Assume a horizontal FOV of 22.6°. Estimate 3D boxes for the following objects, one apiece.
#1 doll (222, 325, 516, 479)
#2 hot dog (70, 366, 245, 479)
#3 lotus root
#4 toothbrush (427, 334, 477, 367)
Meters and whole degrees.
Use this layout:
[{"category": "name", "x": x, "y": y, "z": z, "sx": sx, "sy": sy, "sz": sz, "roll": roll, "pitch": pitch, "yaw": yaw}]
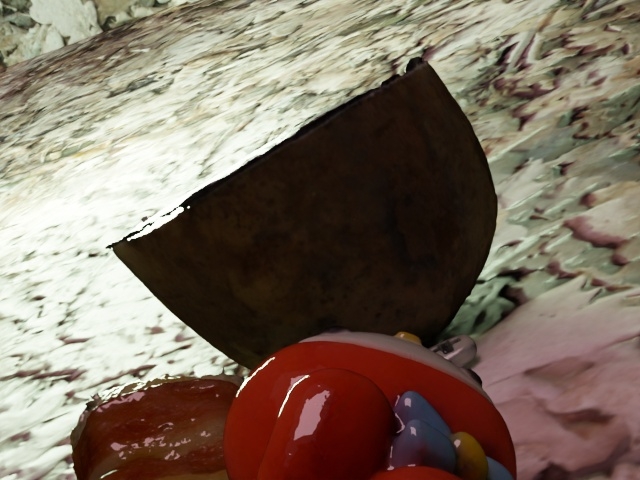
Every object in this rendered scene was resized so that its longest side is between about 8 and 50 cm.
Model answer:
[{"category": "doll", "x": 0.027, "y": 0.116, "z": 0.855, "sx": 0.290, "sy": 0.161, "sz": 0.130, "roll": -61, "pitch": -7, "yaw": -83}, {"category": "hot dog", "x": -0.081, "y": 0.159, "z": 0.964, "sx": 0.146, "sy": 0.103, "sz": 0.213, "roll": -4, "pitch": 28, "yaw": -2}, {"category": "lotus root", "x": 0.000, "y": 0.000, "z": 1.161, "sx": 0.272, "sy": 0.192, "sz": 0.272, "roll": -32, "pitch": 12, "yaw": 8}, {"category": "toothbrush", "x": -0.088, "y": 0.151, "z": 1.077, "sx": 0.418, "sy": 0.040, "sz": 0.042, "roll": -26, "pitch": 16, "yaw": -2}]
